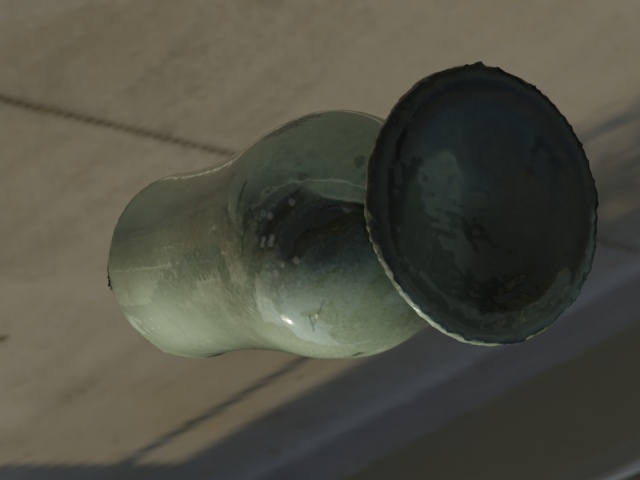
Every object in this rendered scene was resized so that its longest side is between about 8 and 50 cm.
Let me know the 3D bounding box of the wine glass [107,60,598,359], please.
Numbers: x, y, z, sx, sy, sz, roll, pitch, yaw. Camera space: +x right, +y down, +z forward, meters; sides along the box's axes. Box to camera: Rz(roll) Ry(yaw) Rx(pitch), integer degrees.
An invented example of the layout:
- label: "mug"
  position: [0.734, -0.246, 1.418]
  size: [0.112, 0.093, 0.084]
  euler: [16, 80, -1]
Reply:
- label: "wine glass"
  position: [0.000, 0.000, 0.701]
  size: [0.103, 0.103, 0.231]
  euler: [-7, 177, -33]
